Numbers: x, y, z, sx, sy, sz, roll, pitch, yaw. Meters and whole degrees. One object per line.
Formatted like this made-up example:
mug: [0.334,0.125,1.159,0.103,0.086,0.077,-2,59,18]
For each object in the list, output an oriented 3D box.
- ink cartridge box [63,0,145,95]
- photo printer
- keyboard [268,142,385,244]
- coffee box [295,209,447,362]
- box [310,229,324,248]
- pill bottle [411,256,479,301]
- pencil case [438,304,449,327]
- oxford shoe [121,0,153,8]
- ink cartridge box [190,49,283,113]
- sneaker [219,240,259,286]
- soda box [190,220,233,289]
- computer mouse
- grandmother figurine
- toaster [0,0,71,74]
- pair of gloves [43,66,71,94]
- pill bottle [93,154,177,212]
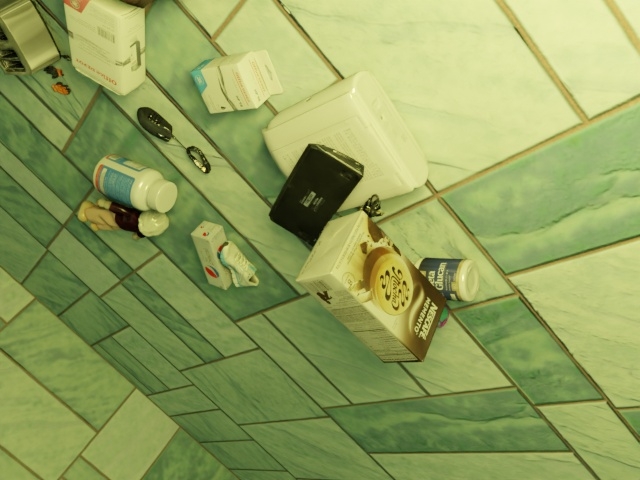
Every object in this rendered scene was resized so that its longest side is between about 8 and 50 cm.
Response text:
ink cartridge box: [-0.489,-0.466,1.302,0.158,0.092,0.218,31,141,7]
photo printer: [0.035,-0.183,1.175,0.307,0.107,0.256,-14,122,46]
keyboard: [0.016,-0.075,1.197,0.201,0.033,0.317,32,148,-5]
coffee box: [0.113,0.104,1.187,0.297,0.168,0.118,44,145,-23]
box: [0.000,0.000,1.468,0.083,0.018,0.067,42,142,-7]
pill bottle: [0.264,0.086,1.290,0.169,0.094,0.094,1,130,37]
pencil case: [0.245,0.191,1.440,0.151,0.064,0.070,-9,99,44]
oxford shoe: [-0.263,-0.541,1.056,0.363,0.130,0.132,-7,158,34]
ink cartridge box: [-0.180,-0.338,1.219,0.180,0.060,0.104,3,131,36]
sneaker: [-0.233,0.070,1.696,0.082,0.071,0.191,6,142,25]
soda box: [-0.319,0.047,1.727,0.073,0.069,0.216,16,137,25]
computer mouse: [-0.385,-0.255,1.484,0.242,0.041,0.071,40,142,-6]
grandmother figurine: [-0.629,-0.072,1.830,0.342,0.104,0.208,6,161,30]
toaster: [-0.769,-0.518,1.452,0.185,0.110,0.168,11,137,29]
pair of gloves: [-0.732,-0.444,1.581,0.074,0.010,0.083,15,137,26]
pill bottle: [-0.526,-0.157,1.629,0.221,0.124,0.124,22,140,20]
